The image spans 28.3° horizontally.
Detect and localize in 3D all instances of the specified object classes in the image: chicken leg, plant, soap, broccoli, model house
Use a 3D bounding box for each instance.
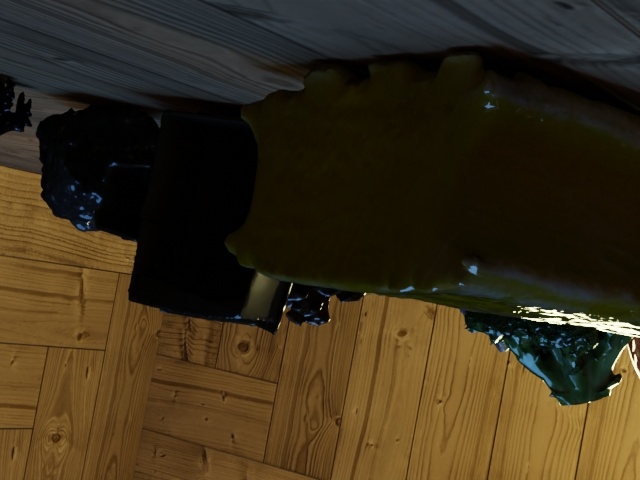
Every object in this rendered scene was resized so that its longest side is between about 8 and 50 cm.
[{"bbox_3d":[-0.389,-0.148,1.372,0.234,0.063,0.105,12,175,43],"label":"chicken leg"},{"bbox_3d":[-0.248,-0.081,1.420,0.131,0.142,0.203,-7,-178,-27],"label":"plant"},{"bbox_3d":[0.138,-0.021,0.900,0.335,0.156,0.293,10,174,-35],"label":"soap"},{"bbox_3d":[0.357,0.094,1.781,0.308,0.275,0.308,-16,-174,2],"label":"broccoli"},{"bbox_3d":[-0.091,-0.020,1.303,0.204,0.211,0.243,11,179,22],"label":"model house"}]

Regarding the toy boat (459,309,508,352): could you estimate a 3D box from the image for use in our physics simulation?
[{"bbox_3d":[0.245,0.056,2.061,0.111,0.276,0.293,-32,-175,-4],"label":"toy boat"}]

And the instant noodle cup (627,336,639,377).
[{"bbox_3d":[0.618,0.124,2.045,0.178,0.234,0.235,0,180,-11],"label":"instant noodle cup"}]

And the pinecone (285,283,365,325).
[{"bbox_3d":[0.001,-0.001,1.509,0.179,0.204,0.184,4,-167,-12],"label":"pinecone"}]
